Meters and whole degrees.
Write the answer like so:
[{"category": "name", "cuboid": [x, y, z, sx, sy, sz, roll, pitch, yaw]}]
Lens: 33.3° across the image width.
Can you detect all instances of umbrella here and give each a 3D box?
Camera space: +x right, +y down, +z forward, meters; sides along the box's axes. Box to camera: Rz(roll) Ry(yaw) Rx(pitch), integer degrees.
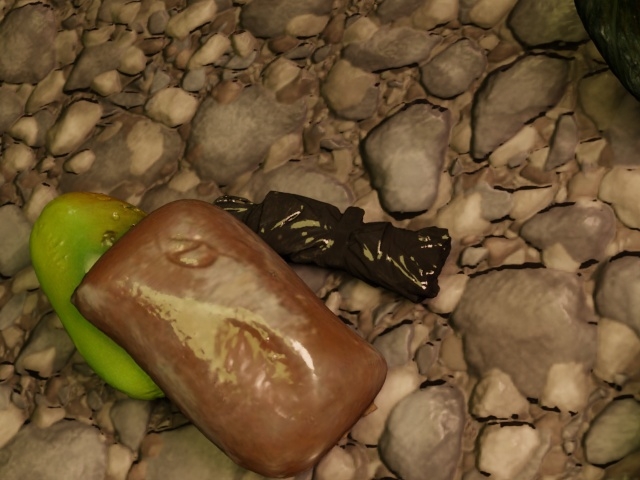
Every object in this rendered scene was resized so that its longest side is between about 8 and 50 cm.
[{"category": "umbrella", "cuboid": [0.000, 0.000, 0.947, 0.236, 0.059, 0.066, 13, 55, 25]}]

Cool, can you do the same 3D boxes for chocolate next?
[{"category": "chocolate", "cuboid": [-0.069, 0.067, 0.869, 0.261, 0.083, 0.161, 39, 66, 10]}]

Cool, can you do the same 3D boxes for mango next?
[{"category": "mango", "cuboid": [-0.177, 0.047, 0.966, 0.125, 0.111, 0.233, -42, 61, 3]}]

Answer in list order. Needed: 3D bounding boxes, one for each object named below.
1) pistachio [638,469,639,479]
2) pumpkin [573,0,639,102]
[{"category": "pistachio", "cuboid": [0.326, 0.114, 0.686, 0.194, 0.214, 0.318, 28, 83, -9]}, {"category": "pumpkin", "cuboid": [0.349, -0.182, 0.765, 0.264, 0.293, 0.196, -3, 59, -28]}]
